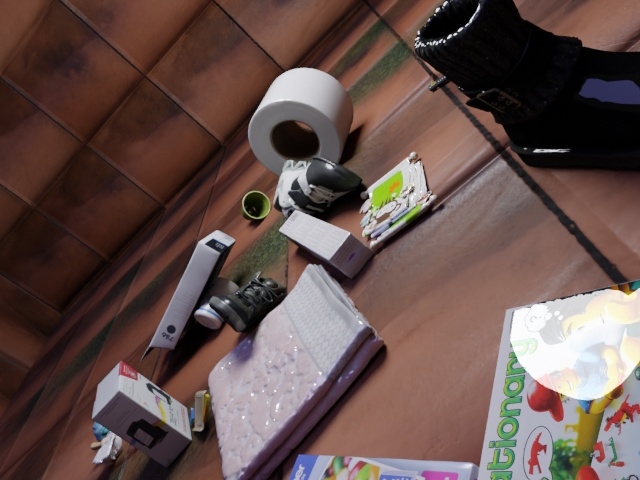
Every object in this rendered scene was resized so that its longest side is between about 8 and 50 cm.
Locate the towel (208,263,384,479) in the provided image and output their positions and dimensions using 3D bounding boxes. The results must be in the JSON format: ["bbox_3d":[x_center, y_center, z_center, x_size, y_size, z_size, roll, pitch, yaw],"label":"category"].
[{"bbox_3d":[-0.064,0.203,0.925,0.317,0.053,0.332,-49,21,1],"label":"towel"}]

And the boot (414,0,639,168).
[{"bbox_3d":[0.285,-0.209,0.659,0.131,0.260,0.348,-55,22,-16],"label":"boot"}]

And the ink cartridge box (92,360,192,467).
[{"bbox_3d":[-0.335,0.327,1.065,0.072,0.175,0.127,-47,22,-3],"label":"ink cartridge box"}]

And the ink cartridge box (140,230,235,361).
[{"bbox_3d":[-0.317,0.142,1.364,0.333,0.065,0.165,-61,2,12],"label":"ink cartridge box"}]

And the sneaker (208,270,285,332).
[{"bbox_3d":[-0.140,0.113,1.093,0.130,0.087,0.227,-47,-10,-6],"label":"sneaker"}]

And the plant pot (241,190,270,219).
[{"bbox_3d":[-0.197,-0.093,1.639,0.083,0.083,0.079,-59,12,-24],"label":"plant pot"}]

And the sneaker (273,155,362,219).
[{"bbox_3d":[-0.017,-0.105,1.282,0.146,0.122,0.330,-66,22,-7],"label":"sneaker"}]

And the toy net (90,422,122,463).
[{"bbox_3d":[-0.490,0.454,1.328,0.122,0.045,0.232,-51,23,-10],"label":"toy net"}]

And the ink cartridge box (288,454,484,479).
[{"bbox_3d":[0.024,0.316,0.564,0.311,0.065,0.186,-25,32,49],"label":"ink cartridge box"}]

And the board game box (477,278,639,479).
[{"bbox_3d":[0.220,0.170,0.438,0.193,0.053,0.305,-25,32,46],"label":"board game box"}]

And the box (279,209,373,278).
[{"bbox_3d":[0.000,0.000,1.119,0.067,0.063,0.324,-52,22,-5],"label":"box"}]

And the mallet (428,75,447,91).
[{"bbox_3d":[0.305,-0.373,1.205,0.189,0.039,0.062,-36,27,40],"label":"mallet"}]

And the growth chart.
[{"bbox_3d":[0.135,-0.074,1.047,0.172,0.021,0.237,-41,22,22],"label":"growth chart"}]

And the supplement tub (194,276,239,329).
[{"bbox_3d":[-0.244,0.149,1.325,0.071,0.071,0.107,-21,35,49],"label":"supplement tub"}]

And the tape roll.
[{"bbox_3d":[-0.047,-0.298,1.458,0.246,0.246,0.169,-31,29,37],"label":"tape roll"}]

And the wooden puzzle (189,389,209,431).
[{"bbox_3d":[-0.222,0.316,1.041,0.116,0.014,0.079,161,116,-64],"label":"wooden puzzle"}]
